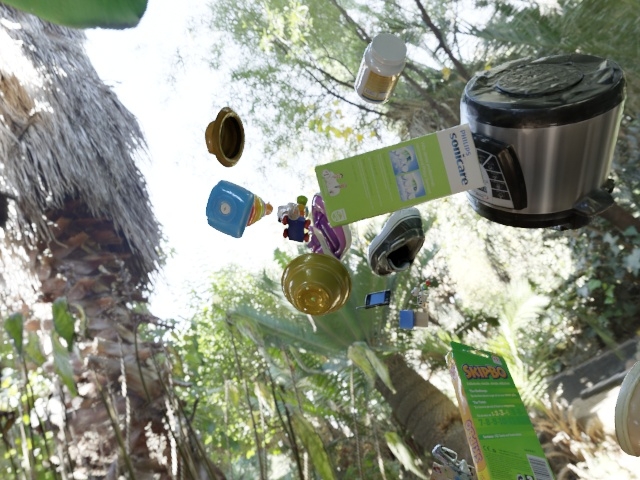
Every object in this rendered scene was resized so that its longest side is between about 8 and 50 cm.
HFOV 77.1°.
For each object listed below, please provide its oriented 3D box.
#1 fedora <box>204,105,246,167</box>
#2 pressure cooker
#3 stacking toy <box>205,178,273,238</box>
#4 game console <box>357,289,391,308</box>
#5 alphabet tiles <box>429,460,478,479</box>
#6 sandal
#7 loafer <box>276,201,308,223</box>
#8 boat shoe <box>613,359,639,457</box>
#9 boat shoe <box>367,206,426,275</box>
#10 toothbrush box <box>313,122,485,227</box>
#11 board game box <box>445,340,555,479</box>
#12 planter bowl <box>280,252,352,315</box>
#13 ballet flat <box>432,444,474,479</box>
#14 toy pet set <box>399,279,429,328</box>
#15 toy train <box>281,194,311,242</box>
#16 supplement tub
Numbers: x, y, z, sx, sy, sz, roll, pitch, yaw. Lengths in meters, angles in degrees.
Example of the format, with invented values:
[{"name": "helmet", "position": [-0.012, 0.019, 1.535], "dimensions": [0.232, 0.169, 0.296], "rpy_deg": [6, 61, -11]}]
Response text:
[{"name": "fedora", "position": [-0.314, -0.329, 1.284], "dimensions": [0.079, 0.194, 0.194], "rpy_deg": [5, -15, 22]}, {"name": "pressure cooker", "position": [0.573, -0.231, 1.077], "dimensions": [0.370, 0.375, 0.420], "rpy_deg": [-65, -33, -43]}, {"name": "stacking toy", "position": [-0.257, -0.117, 1.459], "dimensions": [0.302, 0.165, 0.175], "rpy_deg": [-12, -56, -66]}, {"name": "game console", "position": [0.226, 0.248, 1.695], "dimensions": [0.122, 0.107, 0.071], "rpy_deg": [-17, -48, 34]}, {"name": "alphabet tiles", "position": [0.517, 0.922, 1.469], "dimensions": [0.009, 0.237, 0.198], "rpy_deg": [28, -106, -54]}, {"name": "sandal", "position": [0.011, 0.009, 1.287], "dimensions": [0.102, 0.169, 0.416], "rpy_deg": [-40, -24, -21]}, {"name": "loafer", "position": [-0.137, -0.125, 1.921], "dimensions": [0.102, 0.092, 0.268], "rpy_deg": [12, -6, -24]}, {"name": "boat shoe", "position": [0.576, 0.218, 0.592], "dimensions": [0.341, 0.122, 0.110], "rpy_deg": [-22, 8, -20]}, {"name": "boat shoe", "position": [0.219, 0.039, 1.201], "dimensions": [0.121, 0.119, 0.335], "rpy_deg": [-3, -31, -8]}, {"name": "toothbrush box", "position": [0.144, -0.118, 0.803], "dimensions": [0.283, 0.122, 0.206], "rpy_deg": [-16, 2, 4]}, {"name": "board game box", "position": [0.298, 0.293, 0.691], "dimensions": [0.124, 0.259, 0.039], "rpy_deg": [18, -53, -10]}, {"name": "planter bowl", "position": [-0.017, 0.151, 1.178], "dimensions": [0.217, 0.217, 0.090], "rpy_deg": [-46, 12, 21]}, {"name": "ballet flat", "position": [0.325, 0.535, 0.963], "dimensions": [0.041, 0.114, 0.041], "rpy_deg": [-36, -36, -32]}, {"name": "toy pet set", "position": [0.221, 0.154, 0.956], "dimensions": [0.065, 0.114, 0.122], "rpy_deg": [1, -14, 11]}, {"name": "toy train", "position": [-0.076, -0.110, 1.465], "dimensions": [0.105, 0.143, 0.248], "rpy_deg": [11, -32, 2]}, {"name": "supplement tub", "position": [0.208, -0.590, 1.393], "dimensions": [0.144, 0.144, 0.200], "rpy_deg": [-26, -16, -19]}]
